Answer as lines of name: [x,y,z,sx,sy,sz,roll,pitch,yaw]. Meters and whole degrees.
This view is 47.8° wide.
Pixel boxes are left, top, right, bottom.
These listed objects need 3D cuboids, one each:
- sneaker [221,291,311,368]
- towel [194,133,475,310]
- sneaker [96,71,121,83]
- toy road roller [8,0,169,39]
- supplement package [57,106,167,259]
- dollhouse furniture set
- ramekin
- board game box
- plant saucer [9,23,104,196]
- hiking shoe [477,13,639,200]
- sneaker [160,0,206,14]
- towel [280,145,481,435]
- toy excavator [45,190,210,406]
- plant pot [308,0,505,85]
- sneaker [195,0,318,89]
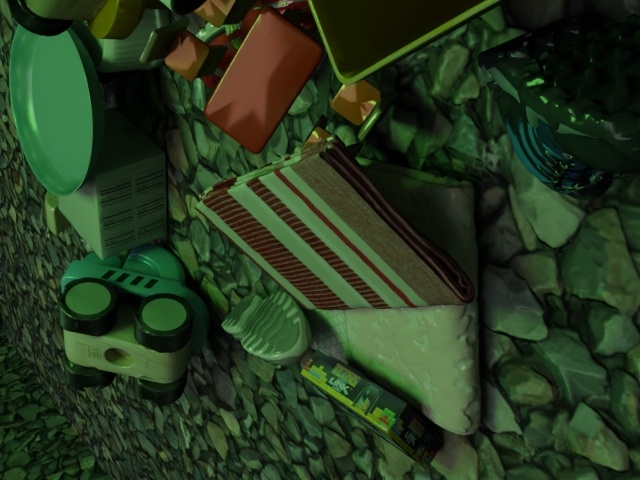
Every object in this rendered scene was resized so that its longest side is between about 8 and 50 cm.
sneaker: [-0.063,0.149,1.142,0.115,0.105,0.281,42,170,-16]
towel: [0.000,0.000,0.857,0.237,0.037,0.329,45,153,-20]
sneaker: [-0.428,-0.335,1.374,0.170,0.063,0.075,12,114,45]
toy road roller: [-0.308,-0.449,1.017,0.202,0.240,0.330,-16,82,55]
supplement package: [-0.412,-0.114,1.411,0.194,0.149,0.203,41,139,32]
dollhouse furniture set: [-0.036,-0.210,0.767,0.262,0.135,0.259,36,119,-2]
ramekin: [-0.350,-0.379,1.202,0.207,0.109,0.207,32,134,40]
board game box: [0.071,0.231,1.000,0.170,0.048,0.141,26,162,42]
plant saucer: [-0.456,-0.237,1.257,0.317,0.043,0.318,17,114,43]
hiking shoe: [0.207,-0.090,0.541,0.304,0.113,0.132,-81,-34,-70]
sneaker: [-0.126,-0.375,0.634,0.178,0.124,0.296,37,117,6]
towel: [0.075,0.055,0.944,0.317,0.053,0.332,21,127,46]
toy excavator: [-0.419,0.072,1.502,0.432,0.445,0.222,13,131,0]
plant pot: [0.107,-0.274,0.576,0.212,0.187,0.212,-15,97,56]
sneaker: [-0.079,-0.247,0.924,0.118,0.107,0.279,60,147,-1]
